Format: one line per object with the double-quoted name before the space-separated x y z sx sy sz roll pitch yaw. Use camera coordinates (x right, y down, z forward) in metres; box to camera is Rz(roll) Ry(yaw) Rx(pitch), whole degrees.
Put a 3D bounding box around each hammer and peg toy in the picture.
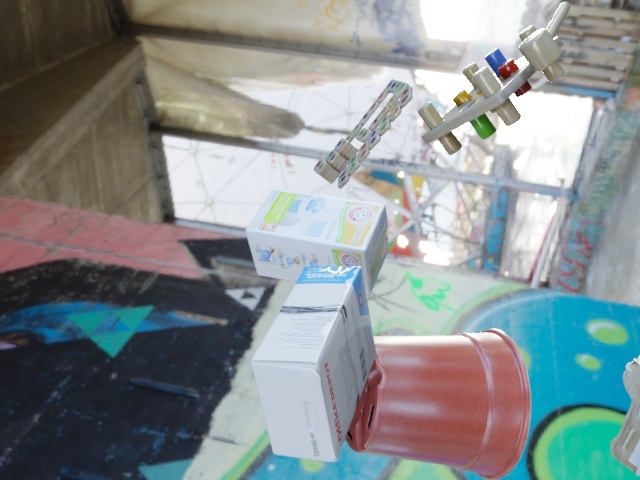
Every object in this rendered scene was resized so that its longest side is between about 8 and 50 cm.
"hammer and peg toy" 0.390 -0.328 1.462 0.266 0.127 0.361 -43 10 -30

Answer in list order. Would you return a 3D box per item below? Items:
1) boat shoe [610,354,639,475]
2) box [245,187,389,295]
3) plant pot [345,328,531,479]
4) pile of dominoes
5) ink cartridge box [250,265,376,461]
"boat shoe" 0.507 0.214 1.064 0.113 0.103 0.303 -1 -77 -48
"box" 0.000 0.000 1.155 0.103 0.203 0.114 80 -152 -43
"plant pot" 0.188 0.284 1.280 0.272 0.264 0.273 -173 90 -75
"pile of dominoes" 0.082 -0.224 1.412 0.251 0.040 0.196 -52 17 6
"ink cartridge box" -0.001 0.145 0.879 0.203 0.085 0.148 -58 -37 -55
